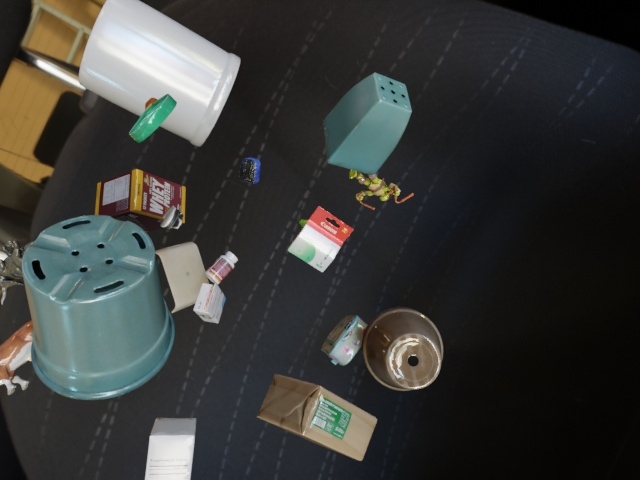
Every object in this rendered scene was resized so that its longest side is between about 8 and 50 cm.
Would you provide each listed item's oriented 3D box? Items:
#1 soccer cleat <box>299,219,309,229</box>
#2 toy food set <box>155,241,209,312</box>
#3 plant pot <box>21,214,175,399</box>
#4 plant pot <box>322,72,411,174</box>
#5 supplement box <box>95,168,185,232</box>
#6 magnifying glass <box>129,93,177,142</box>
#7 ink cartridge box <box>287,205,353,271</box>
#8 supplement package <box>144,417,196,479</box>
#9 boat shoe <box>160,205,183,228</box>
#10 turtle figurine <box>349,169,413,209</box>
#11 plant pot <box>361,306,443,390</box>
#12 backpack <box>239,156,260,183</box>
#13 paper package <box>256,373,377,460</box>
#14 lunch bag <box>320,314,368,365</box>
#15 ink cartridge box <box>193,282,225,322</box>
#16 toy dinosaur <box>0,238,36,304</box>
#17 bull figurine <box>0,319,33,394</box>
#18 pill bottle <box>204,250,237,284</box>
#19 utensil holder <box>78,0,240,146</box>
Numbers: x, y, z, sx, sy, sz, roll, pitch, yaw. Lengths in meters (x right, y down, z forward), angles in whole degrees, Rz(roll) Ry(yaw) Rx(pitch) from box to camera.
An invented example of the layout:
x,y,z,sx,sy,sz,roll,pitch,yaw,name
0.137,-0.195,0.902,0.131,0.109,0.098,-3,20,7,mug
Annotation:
x,y,z,sx,sy,sz,roll,pitch,yaw,name
-0.055,-0.036,1.948,0.072,0.179,0.060,19,57,26,soccer cleat
-0.676,0.171,2.002,0.092,0.219,0.307,-17,92,34,toy food set
-0.526,0.142,0.982,0.341,0.340,0.334,-102,22,-43,plant pot
0.138,-0.332,1.153,0.234,0.165,0.166,-44,43,50,plant pot
-0.576,-0.120,1.326,0.193,0.191,0.129,-10,75,29,supplement box
-0.293,-0.223,0.716,0.092,0.026,0.231,-45,31,2,magnifying glass
0.000,0.000,1.686,0.225,0.180,0.056,-51,13,26,ink cartridge box
-0.617,0.910,1.692,0.177,0.175,0.294,177,99,-76,supplement package
-0.310,-0.043,0.870,0.046,0.038,0.125,-51,22,-6,boat shoe
0.232,-0.227,1.676,0.269,0.217,0.087,-2,56,46,turtle figurine
0.320,0.424,1.536,0.280,0.322,0.324,54,-122,-86,plant pot
-0.356,-0.362,2.090,0.101,0.097,0.120,-56,-25,-67,backpack
-0.013,0.645,1.509,0.309,0.324,0.168,-10,48,49,paper package
0.107,0.447,1.851,0.224,0.108,0.279,-48,0,-13,lunch bag
-0.396,0.220,1.467,0.180,0.060,0.104,91,-170,-64,ink cartridge box
-1.095,0.080,1.500,0.313,0.160,0.121,-32,24,9,toy dinosaur
-1.066,0.419,1.422,0.310,0.188,0.101,-54,-6,-29,bull figurine
-0.465,0.127,1.942,0.152,0.086,0.086,-49,26,-22,pill bottle
-0.499,-0.534,1.303,0.327,0.385,0.328,-43,34,38,utensil holder
